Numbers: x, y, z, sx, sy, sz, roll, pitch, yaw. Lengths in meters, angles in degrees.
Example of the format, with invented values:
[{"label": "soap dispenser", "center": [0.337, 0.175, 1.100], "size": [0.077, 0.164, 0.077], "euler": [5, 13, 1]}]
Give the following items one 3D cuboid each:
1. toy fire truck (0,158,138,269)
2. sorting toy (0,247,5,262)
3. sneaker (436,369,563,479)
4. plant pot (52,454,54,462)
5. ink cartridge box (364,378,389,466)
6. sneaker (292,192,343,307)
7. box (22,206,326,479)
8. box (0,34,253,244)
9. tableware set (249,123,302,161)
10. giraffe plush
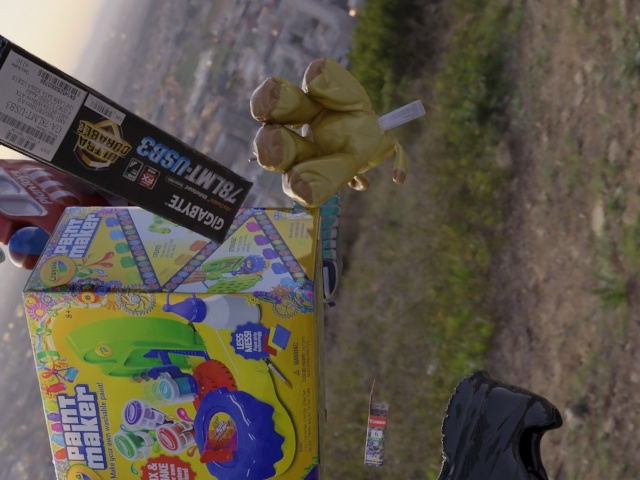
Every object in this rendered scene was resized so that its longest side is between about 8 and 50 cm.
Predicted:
[{"label": "toy fire truck", "center": [-0.300, -0.017, 1.311], "size": [0.302, 0.254, 0.169], "euler": [40, 117, 34]}, {"label": "sorting toy", "center": [-0.581, 0.013, 1.859], "size": [0.045, 0.083, 0.075], "euler": [-39, -6, 4]}, {"label": "sneaker", "center": [0.182, 0.292, 1.167], "size": [0.130, 0.109, 0.286], "euler": [13, 86, 32]}, {"label": "plant pot", "center": [-0.314, 0.381, 1.888], "size": [0.165, 0.234, 0.165], "euler": [72, -150, -41]}, {"label": "ink cartridge box", "center": [0.086, 0.269, 1.567], "size": [0.063, 0.029, 0.115], "euler": [-55, -29, -79]}, {"label": "sneaker", "center": [0.000, 0.000, 1.801], "size": [0.098, 0.083, 0.223], "euler": [52, -142, -68]}, {"label": "box", "center": [-0.137, 0.129, 1.128], "size": [0.177, 0.279, 0.290], "euler": [-85, -6, -60]}, {"label": "box", "center": [-0.246, -0.119, 0.872], "size": [0.295, 0.293, 0.073], "euler": [29, 88, 34]}, {"label": "tableware set", "center": [-0.047, -0.177, 1.561], "size": [0.154, 0.024, 0.104], "euler": [-48, -11, 19]}, {"label": "giraffe plush", "center": [0.009, -0.124, 1.341], "size": [0.170, 0.210, 0.181], "euler": [150, 113, -75]}]
